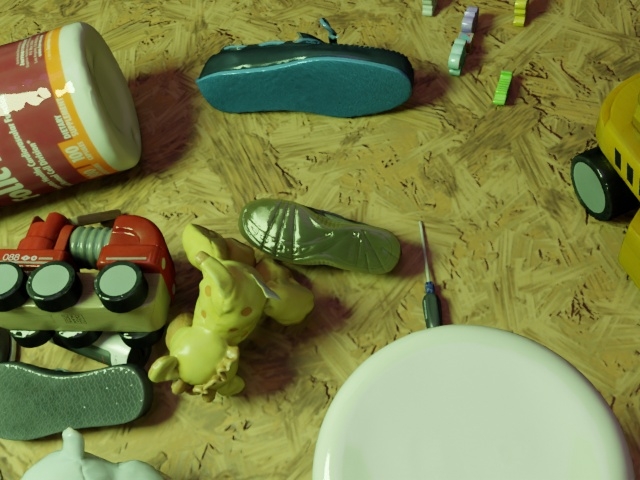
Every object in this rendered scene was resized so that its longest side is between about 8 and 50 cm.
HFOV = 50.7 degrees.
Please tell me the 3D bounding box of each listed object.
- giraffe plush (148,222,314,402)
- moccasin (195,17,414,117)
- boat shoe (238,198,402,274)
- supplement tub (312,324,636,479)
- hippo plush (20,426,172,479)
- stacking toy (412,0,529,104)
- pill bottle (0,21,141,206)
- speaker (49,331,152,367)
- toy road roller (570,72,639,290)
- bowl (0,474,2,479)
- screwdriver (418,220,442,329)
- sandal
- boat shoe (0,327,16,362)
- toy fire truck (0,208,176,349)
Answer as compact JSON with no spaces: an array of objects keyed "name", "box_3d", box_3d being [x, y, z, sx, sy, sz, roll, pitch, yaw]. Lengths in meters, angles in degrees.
[{"name":"giraffe plush","box_3d":[-0.119,0.102,0.816,0.181,0.210,0.171,28,97,-15]},{"name":"moccasin","box_3d":[-0.026,-0.272,1.026,0.341,0.138,0.117,6,57,14]},{"name":"boat shoe","box_3d":[0.001,-0.001,0.901,0.223,0.073,0.080,13,88,14]},{"name":"supplement tub","box_3d":[0.128,0.231,0.595,0.228,0.316,0.228,-5,60,8]},{"name":"hippo plush","box_3d":[-0.253,0.346,0.686,0.294,0.234,0.237,15,24,-26]},{"name":"stacking toy","box_3d":[0.223,-0.312,1.046,0.166,0.052,0.221,11,64,18]},{"name":"pill bottle","box_3d":[-0.491,-0.161,1.004,0.392,0.224,0.224,-17,58,2]},{"name":"speaker","box_3d":[-0.292,0.131,0.893,0.136,0.055,0.055,16,65,19]},{"name":"toy road roller","box_3d":[0.442,-0.065,0.747,0.202,0.241,0.330,-22,58,-1]},{"name":"bowl","box_3d":[-0.482,0.318,0.809,0.170,0.080,0.170,-5,59,8]},{"name":"screwdriver","box_3d":[0.139,0.041,0.875,0.024,0.025,0.170,-7,60,7]},{"name":"sandal","box_3d":[-0.330,0.202,0.859,0.254,0.054,0.097,-1,88,11]},{"name":"boat shoe","box_3d":[-0.492,0.100,0.943,0.081,0.069,0.228,-31,59,-6]},{"name":"toy fire truck","box_3d":[-0.293,0.016,0.889,0.216,0.159,0.246,0,53,4]}]
